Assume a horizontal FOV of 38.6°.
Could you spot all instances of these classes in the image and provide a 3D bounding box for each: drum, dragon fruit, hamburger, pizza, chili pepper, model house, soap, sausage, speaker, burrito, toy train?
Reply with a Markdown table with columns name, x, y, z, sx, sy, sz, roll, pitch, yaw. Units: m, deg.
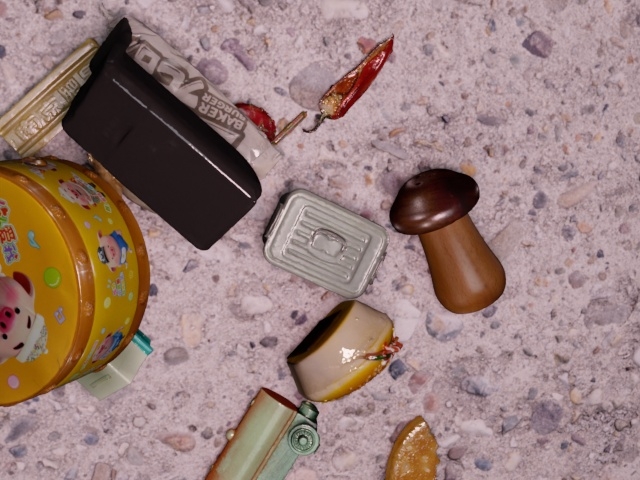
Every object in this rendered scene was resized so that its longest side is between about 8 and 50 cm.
| name | x | y | z | sx | sy | sz | roll | pitch | yaw |
| --- | --- | --- | --- | --- | --- | --- | --- | --- | --- |
| drum | -0.525 | 0.062 | 1.588 | 0.431 | 0.214 | 0.431 | 4 | 101 | 21 |
| dragon fruit | -0.178 | -0.227 | 1.775 | 0.190 | 0.094 | 0.094 | 11 | 97 | -8 |
| hamburger | 0.046 | 0.228 | 1.806 | 0.227 | 0.295 | 0.151 | -43 | 95 | -9 |
| pizza | 0.199 | 0.508 | 2.010 | 0.127 | 0.058 | 0.247 | -6 | 100 | -11 |
| chili pepper | 0.064 | -0.309 | 1.839 | 0.268 | 0.059 | 0.050 | -48 | 145 | -4 |
| model house | -0.402 | 0.217 | 1.787 | 0.127 | 0.149 | 0.100 | -31 | 109 | 39 |
| soap | -0.493 | -0.267 | 1.722 | 0.252 | 0.037 | 0.092 | -43 | 107 | -3 |
| sausage | -0.063 | -0.225 | 1.839 | 0.100 | 0.015 | 0.015 | -43 | 106 | -2 |
| speaker | -0.273 | -0.190 | 1.615 | 0.388 | 0.184 | 0.180 | 43 | 125 | -10 |
| burrito | -0.264 | -0.267 | 1.703 | 0.445 | 0.101 | 0.139 | 44 | 123 | 0 |
| toy train | -0.121 | 0.445 | 1.905 | 0.177 | 0.116 | 0.285 | 32 | 93 | -4 |

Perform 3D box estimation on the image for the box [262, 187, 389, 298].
| name | x | y | z | sx | sy | sz | roll | pitch | yaw |
| --- | --- | --- | --- | --- | --- | --- | --- | --- | --- |
| box | 0.000 | 0.000 | 1.834 | 0.243 | 0.135 | 0.163 | 24 | 93 | -15 |

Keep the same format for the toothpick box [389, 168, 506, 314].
| name | x | y | z | sx | sy | sz | roll | pitch | yaw |
| --- | --- | --- | --- | --- | --- | --- | --- | --- | --- |
| toothpick box | 0.266 | -0.003 | 1.870 | 0.192 | 0.192 | 0.294 | -30 | 110 | -6 |

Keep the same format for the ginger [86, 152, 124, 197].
| name | x | y | z | sx | sy | sz | roll | pitch | yaw |
| --- | --- | --- | --- | --- | --- | --- | --- | --- | --- |
| ginger | -0.422 | -0.031 | 1.725 | 0.148 | 0.081 | 0.334 | 33 | 125 | 14 |

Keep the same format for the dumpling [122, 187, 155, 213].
| name | x | y | z | sx | sy | sz | roll | pitch | yaw |
| --- | --- | --- | --- | --- | --- | --- | --- | --- | --- |
| dumpling | -0.310 | -0.135 | 1.746 | 0.166 | 0.215 | 0.126 | -48 | 147 | -29 |
